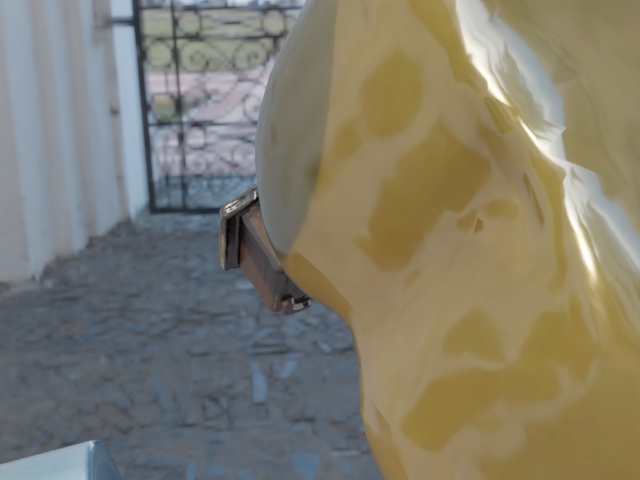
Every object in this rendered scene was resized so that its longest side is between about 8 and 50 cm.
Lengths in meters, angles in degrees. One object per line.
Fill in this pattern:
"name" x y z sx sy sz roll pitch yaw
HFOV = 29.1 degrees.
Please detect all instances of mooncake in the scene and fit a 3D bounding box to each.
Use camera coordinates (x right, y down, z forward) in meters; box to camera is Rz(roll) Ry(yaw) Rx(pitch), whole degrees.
"mooncake" 0.193 -0.025 0.620 0.467 0.467 0.262 -17 -18 -38

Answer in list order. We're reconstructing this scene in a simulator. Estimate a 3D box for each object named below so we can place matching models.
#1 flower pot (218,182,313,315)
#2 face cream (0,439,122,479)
"flower pot" 0.000 0.000 1.174 0.179 0.084 0.251 -21 -13 -10
"face cream" -0.209 0.155 0.539 0.250 0.077 0.077 -16 18 0
